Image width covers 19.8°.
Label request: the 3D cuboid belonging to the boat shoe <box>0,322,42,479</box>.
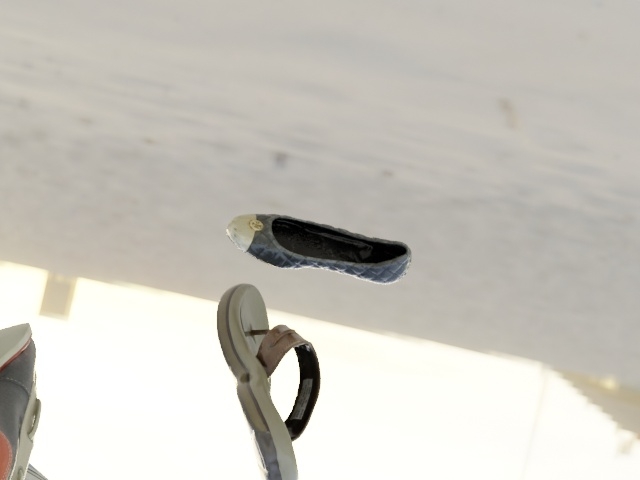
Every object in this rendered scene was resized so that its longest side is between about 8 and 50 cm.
[{"bbox_3d":[-0.125,0.068,0.681,0.049,0.043,0.137,-25,-164,4],"label":"boat shoe"}]

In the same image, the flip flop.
[{"bbox_3d":[-0.037,0.125,1.626,0.080,0.112,0.277,-19,-156,-1],"label":"flip flop"}]

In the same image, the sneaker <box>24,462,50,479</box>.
[{"bbox_3d":[-0.195,0.128,0.926,0.237,0.085,0.086,34,-177,7],"label":"sneaker"}]

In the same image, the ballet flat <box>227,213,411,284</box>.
[{"bbox_3d":[0.000,0.000,1.686,0.173,0.057,0.049,11,142,-9],"label":"ballet flat"}]
